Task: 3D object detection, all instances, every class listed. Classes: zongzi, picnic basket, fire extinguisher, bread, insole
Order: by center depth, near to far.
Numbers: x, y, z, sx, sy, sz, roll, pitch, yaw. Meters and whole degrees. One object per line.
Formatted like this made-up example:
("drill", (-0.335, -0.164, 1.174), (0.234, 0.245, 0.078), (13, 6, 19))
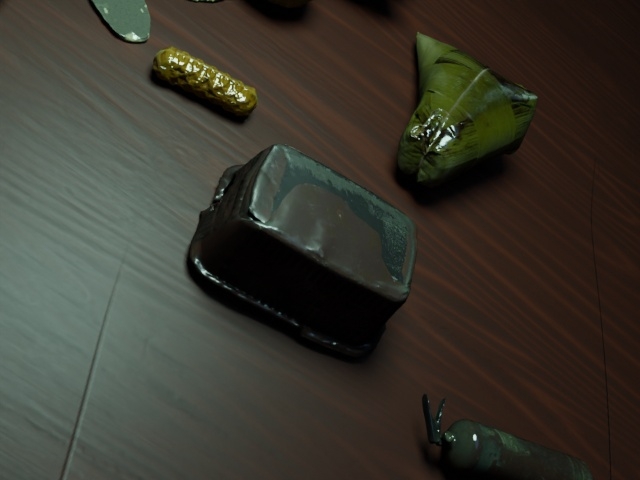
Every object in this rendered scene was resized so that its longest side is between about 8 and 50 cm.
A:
("picnic basket", (0.000, 0.000, 0.865), (0.296, 0.129, 0.223), (29, 50, -17))
("fire extinguisher", (0.244, 0.284, 0.894), (0.267, 0.072, 0.089), (23, 60, -20))
("bread", (-0.162, -0.225, 0.946), (0.157, 0.044, 0.052), (24, 56, -19))
("insole", (-0.311, -0.390, 0.966), (0.081, 0.011, 0.248), (-13, 73, -34))
("zongzi", (0.182, -0.242, 1.139), (0.273, 0.145, 0.300), (-26, 63, -34))

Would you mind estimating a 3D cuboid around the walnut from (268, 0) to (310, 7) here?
("walnut", (-0.063, -0.480, 1.082), (0.167, 0.167, 0.207), (2, 64, -32))
